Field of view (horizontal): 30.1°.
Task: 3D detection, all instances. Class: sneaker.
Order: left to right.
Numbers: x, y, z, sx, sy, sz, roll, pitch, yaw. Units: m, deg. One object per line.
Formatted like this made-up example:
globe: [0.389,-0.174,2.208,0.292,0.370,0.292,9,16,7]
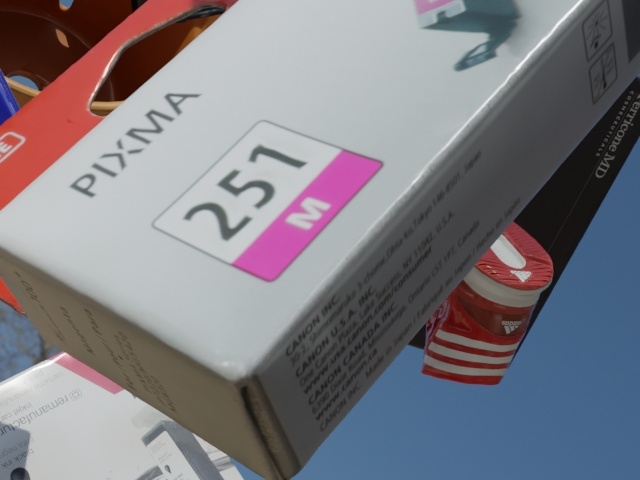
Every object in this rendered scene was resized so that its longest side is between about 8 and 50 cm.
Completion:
sneaker: [0.083,0.021,0.847,0.221,0.087,0.128,-107,-152,-60]

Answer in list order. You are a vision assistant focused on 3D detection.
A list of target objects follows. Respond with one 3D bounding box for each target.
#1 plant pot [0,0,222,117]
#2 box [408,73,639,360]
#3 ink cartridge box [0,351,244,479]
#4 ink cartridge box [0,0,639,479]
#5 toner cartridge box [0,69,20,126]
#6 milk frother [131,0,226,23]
plant pot: [-0.246,-0.184,1.058,0.291,0.291,0.203,49,-39,6]
box: [0.106,-0.082,1.187,0.343,0.312,0.179,-62,-151,12]
ink cartridge box: [-0.145,0.187,0.835,0.218,0.158,0.092,56,-34,10]
ink cartridge box: [-0.018,-0.072,0.456,0.239,0.275,0.060,24,-31,36]
toner cartridge box: [-0.288,-0.127,0.664,0.075,0.165,0.348,-134,-160,-72]
milk frother: [-0.083,-0.231,0.838,0.143,0.129,0.135,-124,-155,-71]
